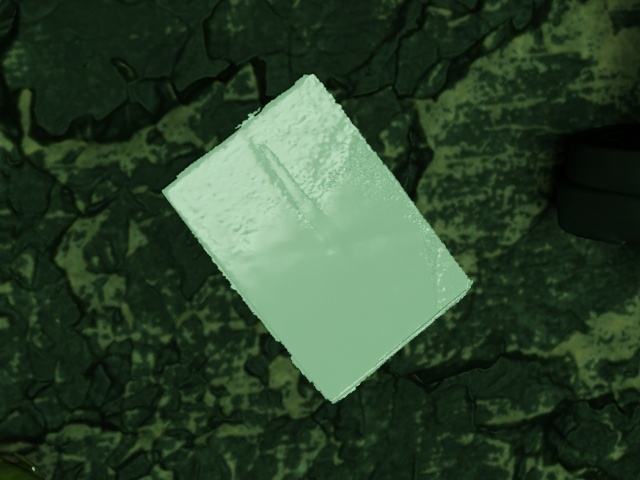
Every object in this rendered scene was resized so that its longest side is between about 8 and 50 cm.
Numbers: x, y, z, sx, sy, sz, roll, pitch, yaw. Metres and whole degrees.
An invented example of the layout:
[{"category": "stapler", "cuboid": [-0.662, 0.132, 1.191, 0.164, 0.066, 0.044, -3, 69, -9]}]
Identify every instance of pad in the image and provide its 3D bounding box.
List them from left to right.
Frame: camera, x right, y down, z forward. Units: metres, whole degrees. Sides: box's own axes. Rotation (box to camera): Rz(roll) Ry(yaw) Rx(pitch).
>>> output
[{"category": "pad", "cuboid": [0.000, 0.000, 1.398, 0.156, 0.004, 0.232, -40, 108, -5]}]

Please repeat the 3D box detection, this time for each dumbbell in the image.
[{"category": "dumbbell", "cuboid": [0.273, -0.147, 1.352, 0.185, 0.185, 0.388, -4, 102, -15]}]

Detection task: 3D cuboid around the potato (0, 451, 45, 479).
[{"category": "potato", "cuboid": [-0.307, 0.240, 1.307, 0.251, 0.113, 0.149, -20, 113, -2]}]
